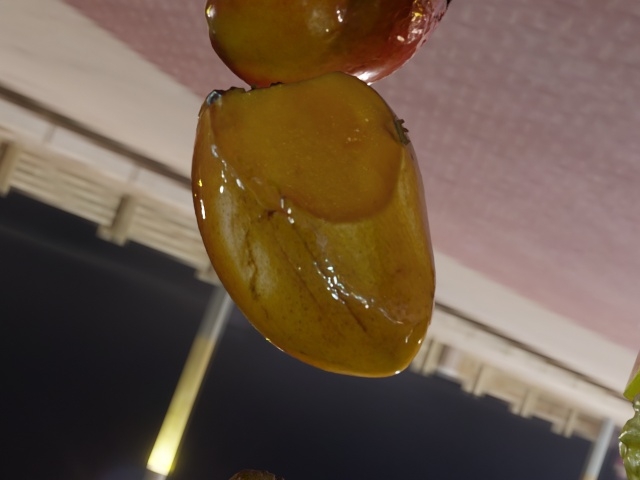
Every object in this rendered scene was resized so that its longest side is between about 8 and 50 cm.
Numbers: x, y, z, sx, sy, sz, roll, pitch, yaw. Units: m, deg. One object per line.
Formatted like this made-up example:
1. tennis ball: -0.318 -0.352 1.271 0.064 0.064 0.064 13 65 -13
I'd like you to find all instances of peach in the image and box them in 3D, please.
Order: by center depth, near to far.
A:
1. peach: 0.012 -0.276 1.599 0.281 0.238 0.281 -10 173 -1

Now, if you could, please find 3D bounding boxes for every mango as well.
1. mango: 0.000 0.000 1.181 0.187 0.257 0.138 -18 154 6

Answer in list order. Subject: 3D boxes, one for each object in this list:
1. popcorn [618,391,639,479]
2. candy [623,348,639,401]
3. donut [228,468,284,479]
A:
1. popcorn: 0.318 0.155 1.142 0.174 0.173 0.142 22 178 -21
2. candy: 0.395 0.037 1.387 0.088 0.276 0.146 31 -155 8
3. donut: -0.110 0.340 1.395 0.107 0.272 0.272 48 -167 35
